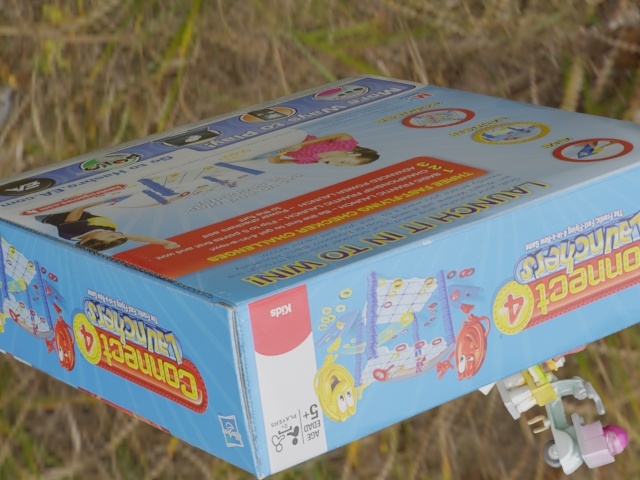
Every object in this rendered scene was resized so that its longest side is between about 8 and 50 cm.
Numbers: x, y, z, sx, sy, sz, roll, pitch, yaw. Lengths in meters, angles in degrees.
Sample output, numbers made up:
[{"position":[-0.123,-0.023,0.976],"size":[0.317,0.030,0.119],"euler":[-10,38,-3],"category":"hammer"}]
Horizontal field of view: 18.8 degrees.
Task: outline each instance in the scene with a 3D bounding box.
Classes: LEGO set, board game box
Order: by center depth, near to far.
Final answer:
[{"position":[0.000,0.000,1.047],"size":[0.308,0.302,0.086],"euler":[-19,111,-32],"category":"board game box"},{"position":[0.150,0.051,1.254],"size":[0.107,0.132,0.287],"euler":[-27,154,8],"category":"LEGO set"}]
